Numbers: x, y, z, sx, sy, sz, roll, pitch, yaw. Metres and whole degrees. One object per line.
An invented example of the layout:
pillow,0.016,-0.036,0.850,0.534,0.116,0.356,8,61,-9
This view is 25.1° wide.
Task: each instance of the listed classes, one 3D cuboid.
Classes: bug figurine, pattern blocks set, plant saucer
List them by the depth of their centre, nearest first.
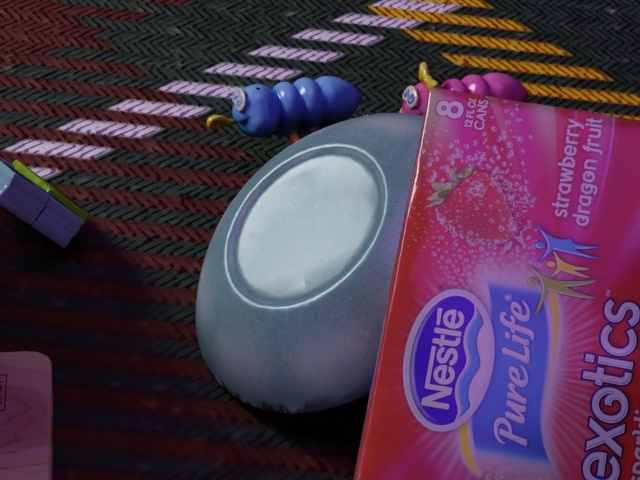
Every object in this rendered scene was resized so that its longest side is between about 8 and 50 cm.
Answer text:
plant saucer,0.000,0.000,0.793,0.195,0.037,0.195,-21,48,25
pattern blocks set,-0.253,-0.086,0.817,0.285,0.026,0.325,37,-3,-22
bug figurine,0.064,-0.040,0.908,0.216,0.072,0.279,-12,43,-21

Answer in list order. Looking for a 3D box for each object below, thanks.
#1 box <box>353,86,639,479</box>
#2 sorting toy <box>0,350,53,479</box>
box,0.087,0.075,0.650,0.128,0.122,0.256,10,72,6
sorting toy,-0.243,0.172,0.605,0.257,0.089,0.255,-1,41,-9
